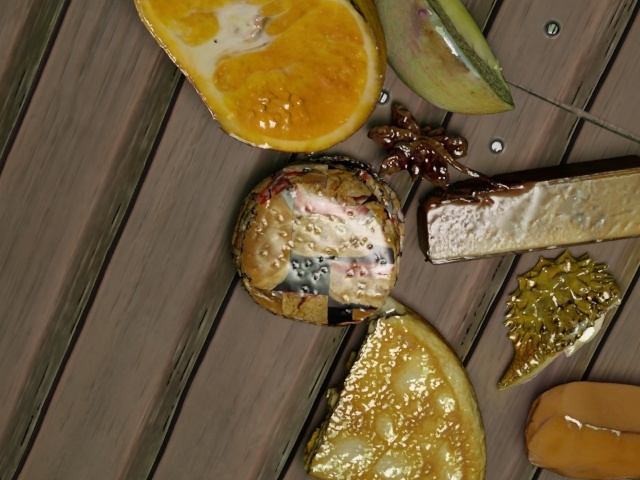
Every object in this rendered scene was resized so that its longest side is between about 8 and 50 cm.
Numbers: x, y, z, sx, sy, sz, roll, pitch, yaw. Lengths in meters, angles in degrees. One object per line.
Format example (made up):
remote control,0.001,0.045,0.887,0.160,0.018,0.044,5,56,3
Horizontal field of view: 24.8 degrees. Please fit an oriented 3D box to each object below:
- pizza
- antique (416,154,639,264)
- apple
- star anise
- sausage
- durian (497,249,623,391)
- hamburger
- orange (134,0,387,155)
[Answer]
pizza,0.136,0.235,1.947,0.268,0.087,0.258,25,97,-13
antique,0.278,-0.039,1.886,0.309,0.087,0.093,-8,104,-4
apple,0.129,-0.245,1.766,0.120,0.193,0.265,-35,109,14
star anise,0.150,-0.104,1.840,0.190,0.070,0.097,26,57,0
sausage,0.393,0.258,1.964,0.241,0.120,0.136,4,138,-6
durian,0.306,0.119,1.937,0.140,0.078,0.224,31,99,-13
hamburger,0.000,0.000,1.859,0.231,0.107,0.231,0,108,0
orange,-0.060,-0.252,1.703,0.274,0.274,0.310,-25,86,1
